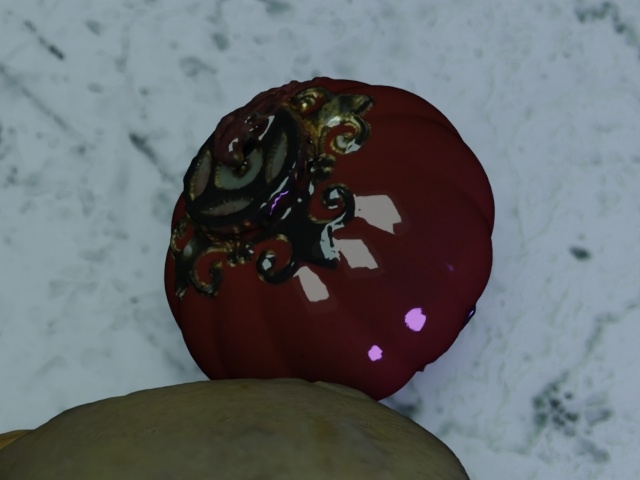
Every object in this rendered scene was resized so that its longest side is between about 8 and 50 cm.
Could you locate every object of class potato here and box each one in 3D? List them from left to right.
[{"bbox_3d":[-0.051,0.166,0.987,0.264,0.211,0.189,25,96,-22],"label":"potato"}]

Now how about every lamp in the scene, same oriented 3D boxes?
[{"bbox_3d":[0.000,0.000,1.164,0.227,0.227,0.227,0,71,0],"label":"lamp"}]

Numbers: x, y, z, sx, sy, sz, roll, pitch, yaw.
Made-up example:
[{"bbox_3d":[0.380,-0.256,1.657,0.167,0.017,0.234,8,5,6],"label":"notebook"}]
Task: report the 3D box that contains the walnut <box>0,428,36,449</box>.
[{"bbox_3d":[-0.194,0.197,1.132,0.207,0.159,0.159,-13,71,-5],"label":"walnut"}]
